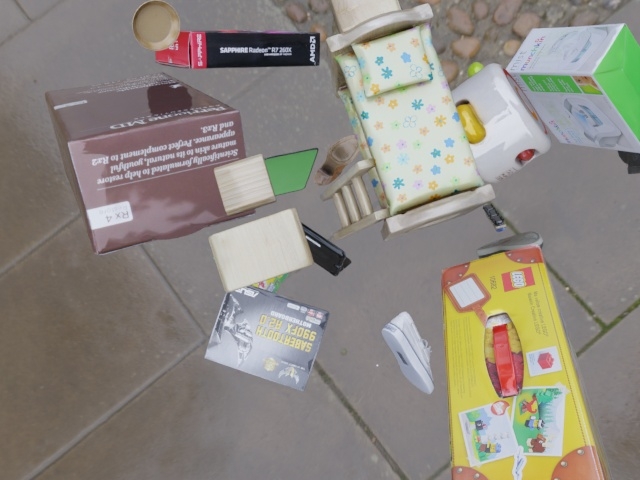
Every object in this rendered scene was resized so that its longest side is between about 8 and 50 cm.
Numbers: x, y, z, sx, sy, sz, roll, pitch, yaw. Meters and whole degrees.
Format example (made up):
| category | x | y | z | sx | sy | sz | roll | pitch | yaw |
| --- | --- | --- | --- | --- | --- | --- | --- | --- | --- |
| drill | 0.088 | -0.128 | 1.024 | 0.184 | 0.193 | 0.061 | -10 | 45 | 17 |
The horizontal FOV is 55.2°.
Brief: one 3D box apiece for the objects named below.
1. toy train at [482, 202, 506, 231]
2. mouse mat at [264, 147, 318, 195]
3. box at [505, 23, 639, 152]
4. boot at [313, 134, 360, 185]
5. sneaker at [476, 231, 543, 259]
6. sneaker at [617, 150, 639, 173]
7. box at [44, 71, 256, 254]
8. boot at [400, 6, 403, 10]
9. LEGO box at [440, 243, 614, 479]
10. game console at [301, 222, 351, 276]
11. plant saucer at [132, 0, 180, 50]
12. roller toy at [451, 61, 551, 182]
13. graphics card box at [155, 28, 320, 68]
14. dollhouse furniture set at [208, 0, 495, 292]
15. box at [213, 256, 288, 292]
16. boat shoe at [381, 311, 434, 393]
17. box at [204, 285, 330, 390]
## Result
| category | x | y | z | sx | sy | sz | roll | pitch | yaw |
| --- | --- | --- | --- | --- | --- | --- | --- | --- | --- |
| toy train | 0.403 | -0.052 | 1.419 | 0.027 | 0.158 | 0.036 | -14 | 105 | 9 |
| mouse mat | -0.091 | -0.168 | 1.562 | 0.153 | 0.189 | 0.007 | -14 | 67 | -21 |
| box | 0.561 | -0.317 | 1.280 | 0.262 | 0.231 | 0.126 | 36 | 85 | -33 |
| boot | 0.061 | -0.250 | 1.868 | 0.197 | 0.152 | 0.073 | -42 | 88 | 20 |
| sneaker | 0.473 | 0.052 | 1.465 | 0.083 | 0.222 | 0.118 | -27 | 91 | -17 |
| sneaker | 0.895 | -0.234 | 1.700 | 0.051 | 0.170 | 0.089 | -3 | 89 | -11 |
| box | -0.247 | -0.126 | 0.823 | 0.191 | 0.381 | 0.143 | -16 | 118 | -22 |
| boot | 0.061 | -0.371 | 0.936 | 0.094 | 0.207 | 0.246 | -32 | 109 | 8 |
| LEGO box | 0.357 | 0.311 | 1.025 | 0.193 | 0.500 | 0.372 | -18 | 121 | 20 |
| game console | 0.000 | 0.000 | 1.085 | 0.122 | 0.107 | 0.071 | 33 | 57 | 11 |
| plant saucer | -0.280 | -0.366 | 1.040 | 0.083 | 0.083 | 0.015 | -43 | 45 | -4 |
| roller toy | 0.312 | -0.207 | 1.118 | 0.146 | 0.209 | 0.191 | -34 | 115 | 27 |
| graphics card box | -0.213 | -0.499 | 1.588 | 0.371 | 0.233 | 0.094 | -10 | 112 | -32 |
| dollhouse furniture set | -0.010 | -0.080 | 0.363 | 0.161 | 0.101 | 0.181 | -19 | 86 | 2 |
| box | -0.176 | 0.063 | 1.587 | 0.179 | 0.043 | 0.105 | 41 | 57 | -7 |
| boat shoe | 0.244 | 0.288 | 1.553 | 0.084 | 0.258 | 0.095 | -43 | 38 | -20 |
| box | -0.116 | 0.206 | 1.350 | 0.231 | 0.056 | 0.182 | 19 | 86 | 0 |
